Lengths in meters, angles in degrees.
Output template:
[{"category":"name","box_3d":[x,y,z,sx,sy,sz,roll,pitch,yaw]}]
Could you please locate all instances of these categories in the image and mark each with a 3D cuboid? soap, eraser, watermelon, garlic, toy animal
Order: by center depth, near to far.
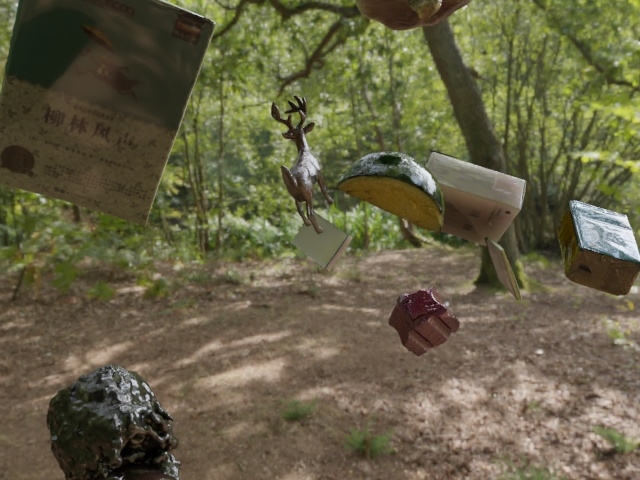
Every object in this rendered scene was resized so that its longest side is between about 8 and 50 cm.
[{"category":"watermelon","box_3d":[0.125,-0.091,0.931,0.181,0.075,0.092,22,-33,-4]},{"category":"garlic","box_3d":[0.165,-0.430,0.983,0.244,0.245,0.253,-3,51,-3]},{"category":"toy animal","box_3d":[-0.035,-0.167,1.293,0.087,0.260,0.243,-16,27,6]},{"category":"eraser","box_3d":[0.000,0.000,1.508,0.150,0.104,0.023,36,2,43]},{"category":"soap","box_3d":[0.297,0.233,1.746,0.182,0.112,0.289,-37,-29,9]}]

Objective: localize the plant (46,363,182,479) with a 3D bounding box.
[{"category":"plant","box_3d":[-0.335,0.332,0.982,0.204,0.234,0.178,-34,-34,2]}]

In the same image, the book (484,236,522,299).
[{"category":"book","box_3d":[0.433,0.063,1.437,0.014,0.127,0.182,-21,8,7]}]

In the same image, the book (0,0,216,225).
[{"category":"book","box_3d":[-0.345,-0.212,0.927,0.264,0.379,0.031,16,30,-20]}]

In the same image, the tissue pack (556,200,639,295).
[{"category":"tissue pack","box_3d":[0.509,0.012,1.113,0.119,0.082,0.169,16,37,3]}]

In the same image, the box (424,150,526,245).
[{"category":"box","box_3d":[0.368,-0.102,1.552,0.251,0.106,0.203,18,-30,4]}]
